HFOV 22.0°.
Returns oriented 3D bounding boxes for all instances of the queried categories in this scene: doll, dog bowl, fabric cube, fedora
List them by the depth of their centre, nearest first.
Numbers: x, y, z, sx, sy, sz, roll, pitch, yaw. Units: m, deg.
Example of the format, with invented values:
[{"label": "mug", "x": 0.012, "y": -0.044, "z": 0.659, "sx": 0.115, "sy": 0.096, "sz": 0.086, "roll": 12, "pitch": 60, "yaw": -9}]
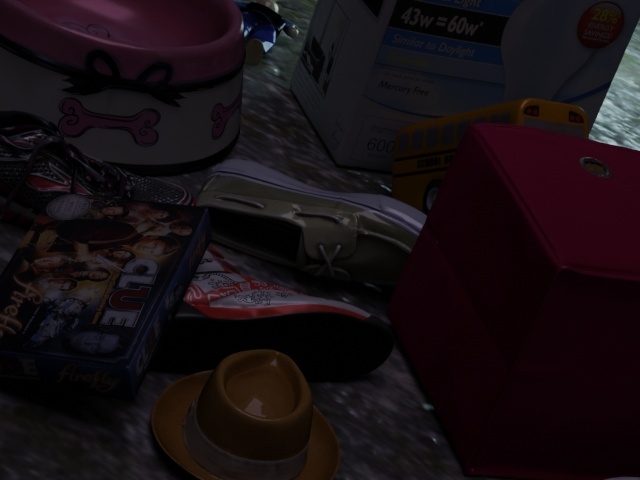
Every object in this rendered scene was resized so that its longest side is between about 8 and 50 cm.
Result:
[{"label": "fedora", "x": -0.059, "y": 0.156, "z": 1.503, "sx": 0.194, "sy": 0.079, "sz": 0.194, "roll": 16, "pitch": 27, "yaw": -8}, {"label": "fabric cube", "x": 0.254, "y": 0.066, "z": 1.670, "sx": 0.254, "sy": 0.259, "sz": 0.258, "roll": 9, "pitch": 31, "yaw": -22}, {"label": "dog bowl", "x": -0.275, "y": -0.247, "z": 2.011, "sx": 0.408, "sy": 0.150, "sz": 0.408, "roll": 16, "pitch": 28, "yaw": -9}, {"label": "doll", "x": -0.096, "y": -0.308, "z": 2.342, "sx": 0.129, "sy": 0.046, "sz": 0.189, "roll": 22, "pitch": 28, "yaw": 2}]

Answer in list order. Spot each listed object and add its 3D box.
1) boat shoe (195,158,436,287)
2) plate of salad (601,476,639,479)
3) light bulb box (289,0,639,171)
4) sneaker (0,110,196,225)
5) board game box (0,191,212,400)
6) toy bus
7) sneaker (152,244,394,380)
[{"label": "boat shoe", "x": 0.000, "y": 0.000, "z": 1.818, "sx": 0.302, "sy": 0.109, "sz": 0.094, "roll": 17, "pitch": 42, "yaw": 13}, {"label": "plate of salad", "x": 0.316, "y": 0.301, "z": 1.519, "sx": 0.200, "sy": 0.048, "sz": 0.200, "roll": 12, "pitch": 39, "yaw": -10}, {"label": "light bulb box", "x": 0.196, "y": -0.285, "z": 2.151, "sx": 0.358, "sy": 0.361, "sz": 0.225, "roll": 5, "pitch": 31, "yaw": -25}, {"label": "sneaker", "x": -0.275, "y": -0.066, "z": 1.727, "sx": 0.299, "sy": 0.112, "sz": 0.121, "roll": 14, "pitch": 28, "yaw": -12}, {"label": "board game box", "x": -0.214, "y": 0.046, "z": 1.542, "sx": 0.165, "sy": 0.042, "sz": 0.243, "roll": 6, "pitch": 38, "yaw": 12}, {"label": "toy bus", "x": 0.213, "y": -0.086, "z": 1.918, "sx": 0.108, "sy": 0.130, "sz": 0.333, "roll": 7, "pitch": -7, "yaw": -28}, {"label": "sneaker", "x": -0.065, "y": 0.062, "z": 1.654, "sx": 0.270, "sy": 0.090, "sz": 0.145, "roll": 4, "pitch": 34, "yaw": -23}]
